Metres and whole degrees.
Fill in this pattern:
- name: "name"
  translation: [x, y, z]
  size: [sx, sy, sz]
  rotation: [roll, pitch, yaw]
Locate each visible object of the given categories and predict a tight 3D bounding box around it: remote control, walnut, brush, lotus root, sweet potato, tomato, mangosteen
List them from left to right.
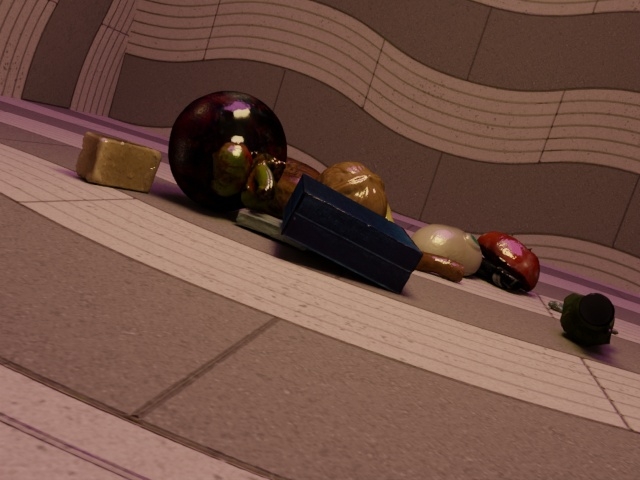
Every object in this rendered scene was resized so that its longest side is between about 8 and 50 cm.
- name: "mangosteen"
  translation: [-0.212, -0.217, 1.610]
  size: [0.306, 0.306, 0.359]
  rotation: [11, 7, -38]
- name: "lotus root"
  translation: [-0.092, -0.135, 1.879]
  size: [0.290, 0.193, 0.193]
  rotation: [18, 8, 23]
- name: "walnut"
  translation: [0.069, -0.091, 1.665]
  size: [0.227, 0.228, 0.228]
  rotation: [17, 8, -3]
- name: "sweet potato"
  translation: [0.247, 0.044, 1.733]
  size: [0.281, 0.059, 0.067]
  rotation: [18, -1, -3]
- name: "remote control"
  translation: [0.508, 0.094, 1.964]
  size: [0.090, 0.066, 0.266]
  rotation: [25, 8, -29]
- name: "tomato"
  translation: [0.582, 0.050, 1.971]
  size: [0.228, 0.101, 0.228]
  rotation: [39, -3, 2]
- name: "brush"
  translation: [0.720, 0.210, 1.768]
  size: [0.070, 0.021, 0.196]
  rotation: [7, 14, -46]

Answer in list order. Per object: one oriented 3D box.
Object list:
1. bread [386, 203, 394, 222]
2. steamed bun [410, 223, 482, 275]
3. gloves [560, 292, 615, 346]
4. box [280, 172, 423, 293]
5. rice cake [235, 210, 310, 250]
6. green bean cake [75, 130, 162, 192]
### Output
- name: "bread"
  translation: [0.127, -0.066, 1.873]
  size: [0.262, 0.162, 0.204]
  rotation: [60, 9, -1]
- name: "steamed bun"
  translation: [0.372, 0.021, 1.906]
  size: [0.228, 0.131, 0.177]
  rotation: [13, 7, -16]
- name: "gloves"
  translation: [0.583, 0.173, 1.414]
  size: [0.135, 0.107, 0.268]
  rotation: [56, 12, 23]
- name: "box"
  translation: [0.060, -0.020, 1.416]
  size: [0.278, 0.116, 0.261]
  rotation: [26, 10, -8]
- name: "rice cake"
  translation: [-0.090, -0.020, 1.519]
  size: [0.211, 0.038, 0.124]
  rotation: [21, 8, 21]
- name: "green bean cake"
  translation: [-0.474, -0.183, 1.525]
  size: [0.085, 0.109, 0.179]
  rotation: [22, 9, 36]
